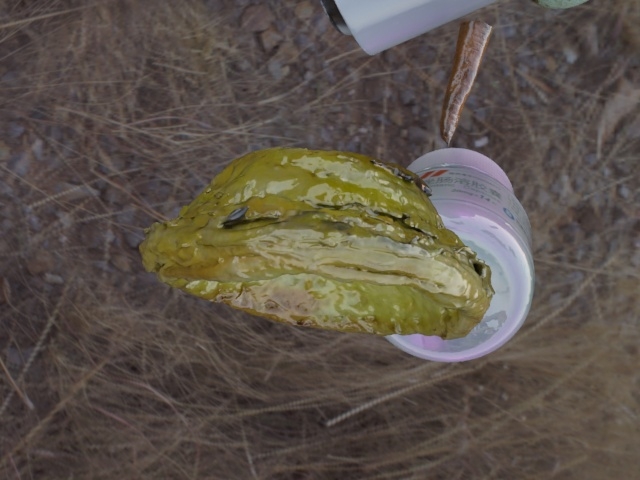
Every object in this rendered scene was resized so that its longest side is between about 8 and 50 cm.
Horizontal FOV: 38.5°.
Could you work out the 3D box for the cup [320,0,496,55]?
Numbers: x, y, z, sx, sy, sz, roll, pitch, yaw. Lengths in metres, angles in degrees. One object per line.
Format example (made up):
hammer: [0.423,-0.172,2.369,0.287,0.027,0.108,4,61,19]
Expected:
cup: [0.164,-0.410,1.136,0.371,0.253,0.253,-20,108,16]

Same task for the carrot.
carrot: [0.238,-0.268,1.570,0.057,0.057,0.224,23,79,-26]

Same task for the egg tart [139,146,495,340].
egg tart: [0.000,0.000,0.740,0.294,0.294,0.123,15,75,-26]

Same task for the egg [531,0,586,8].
egg: [0.460,-0.522,1.666,0.231,0.169,0.169,-40,111,-6]

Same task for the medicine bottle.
medicine bottle: [0.189,0.007,1.346,0.241,0.302,0.241,4,117,9]
